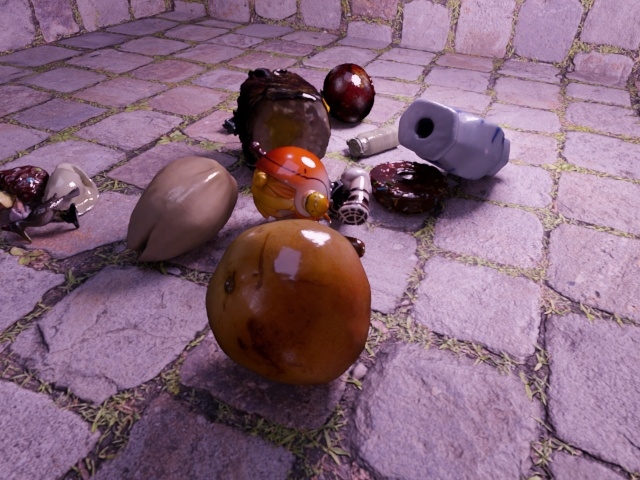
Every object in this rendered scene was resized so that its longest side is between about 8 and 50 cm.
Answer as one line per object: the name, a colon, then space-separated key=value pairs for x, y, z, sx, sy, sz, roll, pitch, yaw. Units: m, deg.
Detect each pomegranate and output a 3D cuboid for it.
pomegranate: x=-0.046 y=0.114 z=0.862 sx=0.319 sy=0.319 sz=0.319 roll=2 pitch=37 yaw=-1

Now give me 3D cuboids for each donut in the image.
donut: x=0.256 y=-0.159 z=1.400 sx=0.234 sy=0.089 sz=0.235 roll=1 pitch=37 yaw=-1

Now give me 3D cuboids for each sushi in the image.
sushi: x=-0.132 y=-0.371 z=1.503 sx=0.281 sy=0.300 sz=0.294 roll=9 pitch=33 yaw=-30

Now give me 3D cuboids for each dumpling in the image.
dumpling: x=-0.690 y=-0.138 z=1.317 sx=0.134 sy=0.100 sz=0.169 roll=14 pitch=34 yaw=-25

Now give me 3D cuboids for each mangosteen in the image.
mangosteen: x=0.075 y=-0.557 z=1.849 sx=0.289 sy=0.231 sz=0.231 roll=-19 pitch=30 yaw=22

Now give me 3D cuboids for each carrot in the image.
carrot: x=0.000 y=0.000 z=1.202 sx=0.247 sy=0.059 sz=0.059 roll=15 pitch=38 yaw=22

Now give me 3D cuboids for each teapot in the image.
teapot: x=0.183 y=-0.358 z=1.675 sx=0.200 sy=0.077 sz=0.107 roll=-23 pitch=40 yaw=-30

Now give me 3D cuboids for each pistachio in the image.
pistachio: x=-0.346 y=-0.077 z=1.174 sx=0.226 sy=0.208 sz=0.332 roll=-22 pitch=27 yaw=52

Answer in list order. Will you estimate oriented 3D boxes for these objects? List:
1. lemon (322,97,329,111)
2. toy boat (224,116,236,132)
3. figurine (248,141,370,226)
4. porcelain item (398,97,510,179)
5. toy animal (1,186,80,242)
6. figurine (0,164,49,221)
lemon: x=-0.059 y=-0.482 z=1.776 sx=0.187 sy=0.142 sz=0.142 roll=-15 pitch=37 yaw=4
toy boat: x=-0.298 y=-0.451 z=1.792 sx=0.055 sy=0.060 sz=0.141 roll=45 pitch=44 yaw=13
figurine: x=-0.039 y=-0.135 z=1.221 sx=0.322 sy=0.196 sz=0.320 roll=10 pitch=5 yaw=-10
porcelain item: x=0.416 y=-0.297 z=1.428 sx=0.405 sy=0.179 sz=0.242 roll=5 pitch=25 yaw=-48
toy animal: x=-0.709 y=-0.065 z=1.215 sx=0.202 sy=0.070 sz=0.105 roll=-27 pitch=73 yaw=-22
figurine: x=-0.837 y=-0.123 z=1.266 sx=0.174 sy=0.116 sz=0.240 roll=14 pitch=38 yaw=16
